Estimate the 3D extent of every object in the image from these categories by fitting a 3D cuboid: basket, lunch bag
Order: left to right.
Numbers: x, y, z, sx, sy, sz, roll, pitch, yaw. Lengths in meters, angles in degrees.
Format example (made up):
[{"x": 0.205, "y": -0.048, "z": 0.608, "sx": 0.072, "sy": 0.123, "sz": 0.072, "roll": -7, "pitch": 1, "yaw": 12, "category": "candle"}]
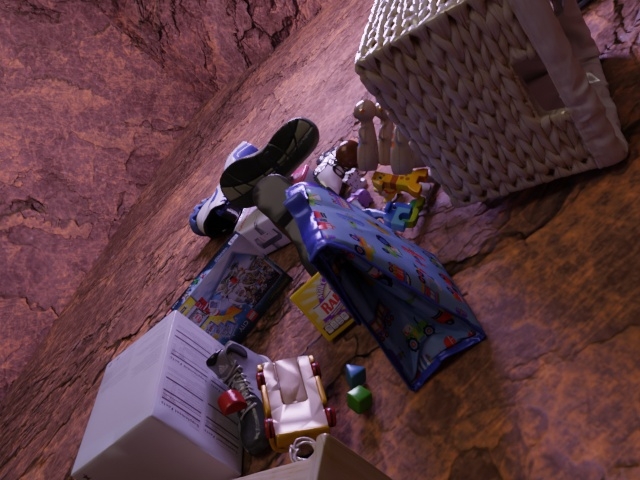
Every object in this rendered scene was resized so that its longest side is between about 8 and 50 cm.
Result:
[{"x": 0.064, "y": 0.031, "z": 0.871, "sx": 0.138, "sy": 0.293, "sz": 0.221, "roll": -42, "pitch": 25, "yaw": 12, "category": "lunch bag"}, {"x": 0.258, "y": -0.275, "z": 0.940, "sx": 0.266, "sy": 0.328, "sz": 0.331, "roll": -23, "pitch": 34, "yaw": 31, "category": "basket"}]

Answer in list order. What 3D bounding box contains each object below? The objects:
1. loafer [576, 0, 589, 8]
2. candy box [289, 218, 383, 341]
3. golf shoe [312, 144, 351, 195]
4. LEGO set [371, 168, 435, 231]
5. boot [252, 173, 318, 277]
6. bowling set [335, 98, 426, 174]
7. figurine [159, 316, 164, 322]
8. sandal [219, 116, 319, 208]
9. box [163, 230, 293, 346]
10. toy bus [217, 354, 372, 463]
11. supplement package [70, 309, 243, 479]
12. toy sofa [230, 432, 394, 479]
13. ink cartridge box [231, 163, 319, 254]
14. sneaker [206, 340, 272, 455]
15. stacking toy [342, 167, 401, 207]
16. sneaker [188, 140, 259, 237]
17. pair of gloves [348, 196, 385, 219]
[{"x": 0.418, "y": -0.482, "z": 1.284, "sx": 0.303, "sy": 0.095, "sz": 0.109, "roll": -17, "pitch": 39, "yaw": 47, "category": "loafer"}, {"x": 0.056, "y": 0.069, "z": 1.051, "sx": 0.206, "sy": 0.105, "sz": 0.027, "roll": -42, "pitch": -2, "yaw": 12, "category": "candy box"}, {"x": 0.037, "y": -0.174, "z": 1.464, "sx": 0.094, "sy": 0.077, "sz": 0.198, "roll": -36, "pitch": 29, "yaw": 23, "category": "golf shoe"}, {"x": 0.131, "y": -0.071, "z": 1.112, "sx": 0.093, "sy": 0.087, "sz": 0.227, "roll": 15, "pitch": 57, "yaw": 21, "category": "LEGO set"}, {"x": 0.000, "y": 0.000, "z": 1.161, "sx": 0.112, "sy": 0.115, "sz": 0.305, "roll": -42, "pitch": 64, "yaw": -1, "category": "boot"}, {"x": 0.110, "y": -0.208, "z": 1.123, "sx": 0.200, "sy": 0.154, "sz": 0.287, "roll": 1, "pitch": 12, "yaw": 23, "category": "bowling set"}, {"x": -0.359, "y": 0.242, "z": 1.486, "sx": 0.215, "sy": 0.092, "sz": 0.209, "roll": -20, "pitch": 32, "yaw": 43, "category": "figurine"}, {"x": -0.114, "y": -0.178, "z": 1.488, "sx": 0.303, "sy": 0.120, "sz": 0.086, "roll": -33, "pitch": -2, "yaw": 22, "category": "sandal"}, {"x": -0.191, "y": 0.119, "z": 1.303, "sx": 0.233, "sy": 0.159, "sz": 0.044, "roll": -51, "pitch": 27, "yaw": -7, "category": "box"}, {"x": -0.035, "y": 0.263, "z": 0.912, "sx": 0.191, "sy": 0.104, "sz": 0.202, "roll": 15, "pitch": 34, "yaw": 31, "category": "toy bus"}, {"x": -0.271, "y": 0.311, "z": 1.106, "sx": 0.199, "sy": 0.198, "sz": 0.262, "roll": -38, "pitch": 26, "yaw": 18, "category": "supplement package"}, {"x": -0.084, "y": 0.384, "z": 0.764, "sx": 0.363, "sy": 0.150, "sz": 0.177, "roll": -28, "pitch": 30, "yaw": 35, "category": "toy sofa"}, {"x": -0.099, "y": -0.065, "z": 1.502, "sx": 0.218, "sy": 0.092, "sz": 0.158, "roll": -25, "pitch": 32, "yaw": 36, "category": "ink cartridge box"}, {"x": -0.146, "y": 0.256, "z": 1.066, "sx": 0.086, "sy": 0.132, "sz": 0.228, "roll": -42, "pitch": 25, "yaw": 12, "category": "sneaker"}, {"x": 0.054, "y": -0.055, "z": 1.296, "sx": 0.221, "sy": 0.052, "sz": 0.167, "roll": -51, "pitch": 25, "yaw": -5, "category": "stacking toy"}, {"x": -0.249, "y": -0.123, "z": 1.809, "sx": 0.315, "sy": 0.127, "sz": 0.182, "roll": -55, "pitch": 29, "yaw": 0, "category": "sneaker"}, {"x": 0.055, "y": 0.006, "z": 1.188, "sx": 0.198, "sy": 0.023, "sz": 0.159, "roll": -43, "pitch": 47, "yaw": 8, "category": "pair of gloves"}]
